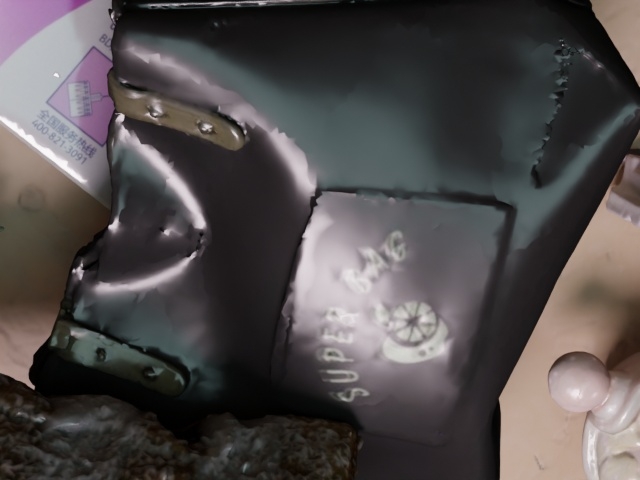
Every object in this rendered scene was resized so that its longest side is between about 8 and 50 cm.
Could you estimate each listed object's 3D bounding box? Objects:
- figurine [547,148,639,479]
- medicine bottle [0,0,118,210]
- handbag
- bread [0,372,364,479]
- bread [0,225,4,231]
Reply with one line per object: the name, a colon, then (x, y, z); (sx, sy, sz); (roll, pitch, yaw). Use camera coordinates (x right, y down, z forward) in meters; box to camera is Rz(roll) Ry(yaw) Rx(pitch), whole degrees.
figurine: (0.231, 0.084, 1.055); (0.182, 0.144, 0.257); (4, 107, -33)
medicine bottle: (-0.102, -0.110, 0.961); (0.201, 0.052, 0.171); (40, 98, -22)
handbag: (0.000, 0.000, 0.935); (0.288, 0.152, 0.342); (7, 119, -15)
bread: (-0.193, 0.144, 0.881); (0.416, 0.165, 0.113); (10, 134, -1)
bread: (-0.260, -0.037, 0.949); (0.172, 0.064, 0.232); (13, 107, -13)
